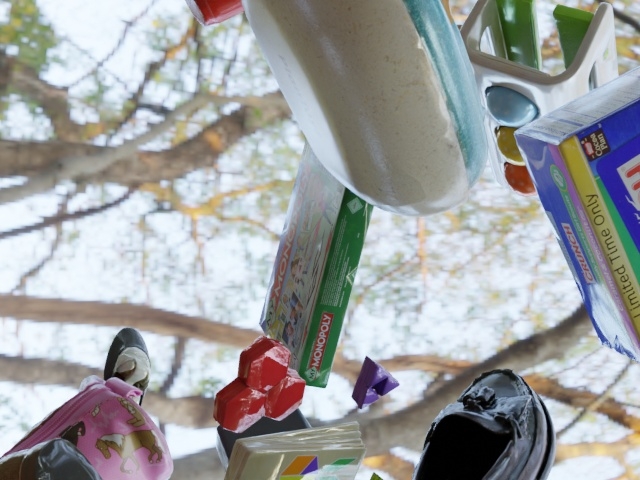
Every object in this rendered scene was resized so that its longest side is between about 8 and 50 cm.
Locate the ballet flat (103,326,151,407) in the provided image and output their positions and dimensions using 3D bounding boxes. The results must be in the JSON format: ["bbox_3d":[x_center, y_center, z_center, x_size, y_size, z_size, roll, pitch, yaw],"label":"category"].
[{"bbox_3d":[-0.262,0.206,1.881,0.074,0.074,0.203,-14,-128,37],"label":"ballet flat"}]

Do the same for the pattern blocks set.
[{"bbox_3d":[-0.040,0.237,1.179,0.026,0.285,0.324,38,-76,43],"label":"pattern blocks set"}]

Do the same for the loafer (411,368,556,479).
[{"bbox_3d":[0.135,0.192,1.207,0.109,0.302,0.095,-16,-66,25],"label":"loafer"}]

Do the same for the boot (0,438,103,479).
[{"bbox_3d":[-0.241,0.337,1.412,0.115,0.112,0.305,-19,-69,27],"label":"boot"}]

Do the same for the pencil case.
[{"bbox_3d":[-0.350,0.318,1.589,0.160,0.386,0.167,50,-24,7],"label":"pencil case"}]

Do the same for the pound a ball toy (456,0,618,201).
[{"bbox_3d":[0.196,-0.141,1.461,0.208,0.319,0.135,21,-108,22],"label":"pound a ball toy"}]

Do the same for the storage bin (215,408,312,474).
[{"bbox_3d":[-0.065,0.255,1.702,0.091,0.135,0.098,59,-22,32],"label":"storage bin"}]

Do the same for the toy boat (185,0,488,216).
[{"bbox_3d":[0.013,-0.173,0.992,0.148,0.267,0.318,-32,-144,-10],"label":"toy boat"}]

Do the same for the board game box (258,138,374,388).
[{"bbox_3d":[0.000,0.000,1.750,0.213,0.046,0.317,-132,-126,-67],"label":"board game box"}]

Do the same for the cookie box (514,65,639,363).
[{"bbox_3d":[0.138,-0.020,0.497,0.091,0.107,0.040,64,-10,-15],"label":"cookie box"}]
